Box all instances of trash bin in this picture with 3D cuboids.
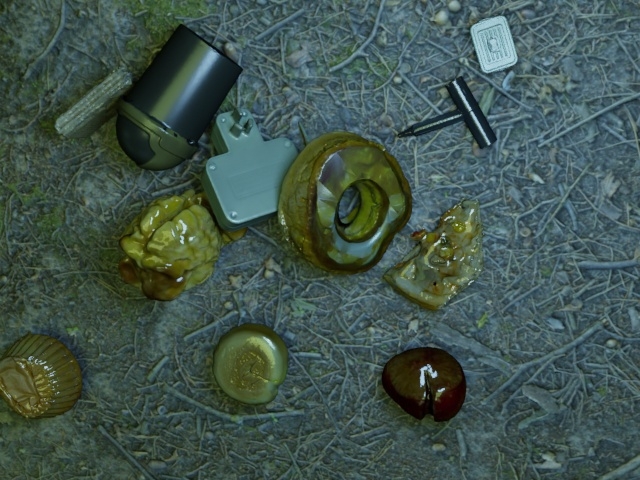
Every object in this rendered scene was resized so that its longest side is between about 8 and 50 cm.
[{"bbox_3d":[-0.345,-0.316,1.645,0.214,0.214,0.333,37,101,1],"label":"trash bin"}]

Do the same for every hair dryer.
[{"bbox_3d":[0.286,-0.258,1.644,0.195,0.050,0.173,-30,94,17],"label":"hair dryer"}]

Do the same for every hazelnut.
[{"bbox_3d":[0.249,0.345,1.708,0.204,0.178,0.177,4,101,13],"label":"hazelnut"}]

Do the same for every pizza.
[{"bbox_3d":[0.300,0.033,1.680,0.189,0.071,0.297,42,103,0],"label":"pizza"}]

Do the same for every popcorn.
[{"bbox_3d":[-0.337,-0.006,1.688,0.332,0.265,0.225,-29,69,-9],"label":"popcorn"}]

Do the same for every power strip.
[{"bbox_3d":[-0.159,-0.180,1.635,0.230,0.141,0.260,-20,82,-23],"label":"power strip"}]

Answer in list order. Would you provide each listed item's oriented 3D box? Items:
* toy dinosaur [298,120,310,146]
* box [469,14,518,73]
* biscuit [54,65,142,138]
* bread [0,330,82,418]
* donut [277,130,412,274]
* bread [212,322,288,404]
[{"bbox_3d":[-0.026,-0.185,1.698,0.187,0.044,0.106,50,128,20],"label":"toy dinosaur"},{"bbox_3d":[0.386,-0.436,1.580,0.084,0.069,0.122,-16,97,13],"label":"box"},{"bbox_3d":[-0.534,-0.333,1.722,0.239,0.108,0.061,-36,92,13],"label":"biscuit"},{"bbox_3d":[-0.748,0.368,1.872,0.240,0.139,0.239,2,104,8],"label":"bread"},{"bbox_3d":[0.069,-0.078,1.609,0.330,0.160,0.329,-11,113,-26],"label":"donut"},{"bbox_3d":[-0.175,0.308,1.788,0.214,0.105,0.213,3,103,11],"label":"bread"}]
